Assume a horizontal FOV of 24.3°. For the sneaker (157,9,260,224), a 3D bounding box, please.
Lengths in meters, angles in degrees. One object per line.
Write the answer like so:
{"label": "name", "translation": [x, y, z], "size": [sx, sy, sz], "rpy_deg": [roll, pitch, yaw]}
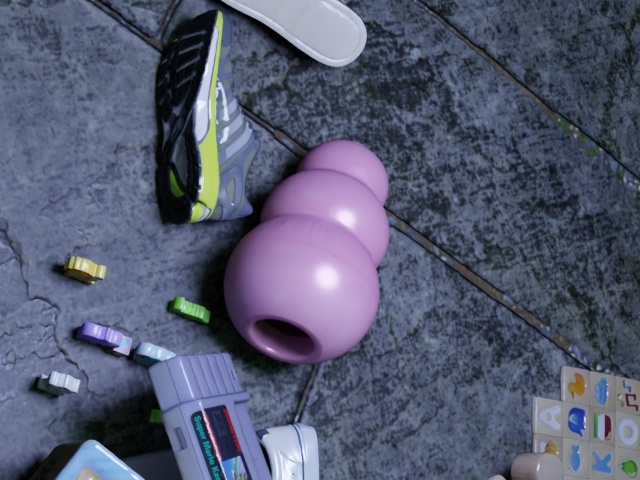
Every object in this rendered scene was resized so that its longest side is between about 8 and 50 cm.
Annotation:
{"label": "sneaker", "translation": [-0.145, -0.161, 1.995], "size": [0.121, 0.111, 0.300], "rpy_deg": [12, 78, -44]}

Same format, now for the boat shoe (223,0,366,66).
{"label": "boat shoe", "translation": [-0.075, -0.367, 2.085], "size": [0.324, 0.096, 0.116], "rpy_deg": [35, 102, -20]}

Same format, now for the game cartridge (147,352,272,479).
{"label": "game cartridge", "translation": [-0.098, 0.308, 1.793], "size": [0.068, 0.230, 0.355], "rpy_deg": [-21, 83, 6]}

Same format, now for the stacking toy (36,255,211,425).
{"label": "stacking toy", "translation": [-0.242, 0.132, 1.876], "size": [0.221, 0.052, 0.167], "rpy_deg": [23, 67, -30]}

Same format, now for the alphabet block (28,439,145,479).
{"label": "alphabet block", "translation": [-0.266, 0.354, 1.679], "size": [0.192, 0.197, 0.193], "rpy_deg": [42, 71, -8]}

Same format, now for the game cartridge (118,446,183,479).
{"label": "game cartridge", "translation": [-0.171, 0.406, 1.862], "size": [0.196, 0.060, 0.294], "rpy_deg": [-8, 84, -33]}

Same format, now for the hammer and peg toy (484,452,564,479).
{"label": "hammer and peg toy", "translation": [0.278, 0.468, 2.059], "size": [0.361, 0.127, 0.266], "rpy_deg": [-42, 102, -34]}

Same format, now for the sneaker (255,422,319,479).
{"label": "sneaker", "translation": [-0.051, 0.369, 1.945], "size": [0.091, 0.094, 0.258], "rpy_deg": [1, 73, -17]}

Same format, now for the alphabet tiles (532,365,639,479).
{"label": "alphabet tiles", "translation": [0.462, 0.355, 2.349], "size": [0.343, 0.011, 0.285], "rpy_deg": [13, 72, -33]}

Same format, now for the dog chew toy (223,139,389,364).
{"label": "dog chew toy", "translation": [0.000, 0.000, 1.994], "size": [0.207, 0.207, 0.332], "rpy_deg": [38, 53, -23]}
